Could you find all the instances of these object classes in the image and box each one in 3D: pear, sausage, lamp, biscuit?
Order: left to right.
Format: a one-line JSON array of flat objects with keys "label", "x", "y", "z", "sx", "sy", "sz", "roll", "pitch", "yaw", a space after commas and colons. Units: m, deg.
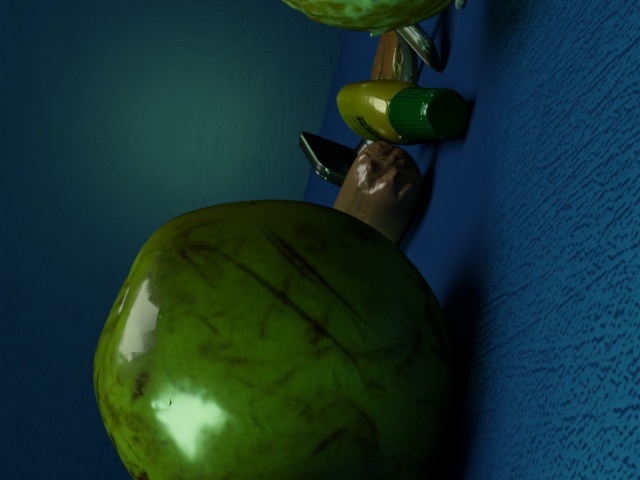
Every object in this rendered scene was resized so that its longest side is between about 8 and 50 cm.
[{"label": "pear", "x": -0.036, "y": 0.103, "z": 0.770, "sx": 0.283, "sy": 0.283, "sz": 0.283, "roll": -167, "pitch": 90, "yaw": -85}, {"label": "sausage", "x": 0.048, "y": -0.011, "z": 1.154, "sx": 0.289, "sy": 0.086, "sz": 0.086, "roll": 110, "pitch": 172, "yaw": -61}, {"label": "lamp", "x": 0.080, "y": -0.167, "z": 1.259, "sx": 0.203, "sy": 0.124, "sz": 0.283, "roll": -116, "pitch": 38, "yaw": -49}, {"label": "biscuit", "x": 0.103, "y": -0.266, "z": 1.533, "sx": 0.192, "sy": 0.036, "sz": 0.186, "roll": 107, "pitch": 172, "yaw": -49}]

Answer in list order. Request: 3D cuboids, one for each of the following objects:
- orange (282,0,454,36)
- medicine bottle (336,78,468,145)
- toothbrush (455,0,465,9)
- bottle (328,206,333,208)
[{"label": "orange", "x": 0.052, "y": -0.337, "z": 0.848, "sx": 0.329, "sy": 0.249, "sz": 0.329, "roll": -62, "pitch": -6, "yaw": -11}, {"label": "medicine bottle", "x": 0.086, "y": -0.131, "z": 1.046, "sx": 0.064, "sy": 0.095, "sz": 0.260, "roll": -60, "pitch": 15, "yaw": -1}, {"label": "toothbrush", "x": 0.158, "y": -0.311, "z": 1.149, "sx": 0.014, "sy": 0.011, "sz": 0.167, "roll": 100, "pitch": 179, "yaw": -48}, {"label": "bottle", "x": 0.000, "y": 0.000, "z": 1.880, "sx": 0.140, "sy": 0.053, "sz": 0.053, "roll": 110, "pitch": 172, "yaw": -48}]
